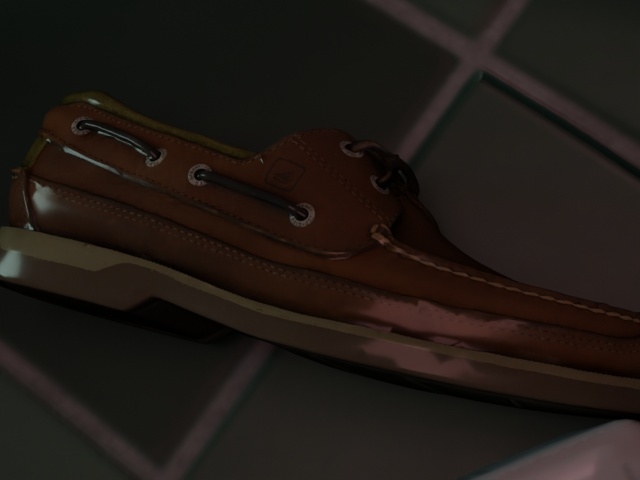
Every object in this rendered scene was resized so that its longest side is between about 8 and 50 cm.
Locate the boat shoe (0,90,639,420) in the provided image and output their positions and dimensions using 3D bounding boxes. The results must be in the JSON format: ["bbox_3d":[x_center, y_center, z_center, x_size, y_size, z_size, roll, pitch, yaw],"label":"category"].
[{"bbox_3d":[0.000,0.000,0.596,0.307,0.111,0.104,13,80,16],"label":"boat shoe"}]

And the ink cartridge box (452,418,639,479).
[{"bbox_3d":[-0.003,0.275,0.489,0.385,0.091,0.308,-22,80,-2],"label":"ink cartridge box"}]
